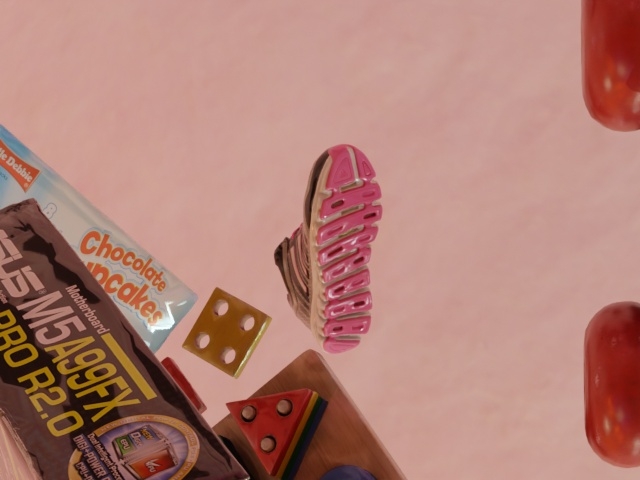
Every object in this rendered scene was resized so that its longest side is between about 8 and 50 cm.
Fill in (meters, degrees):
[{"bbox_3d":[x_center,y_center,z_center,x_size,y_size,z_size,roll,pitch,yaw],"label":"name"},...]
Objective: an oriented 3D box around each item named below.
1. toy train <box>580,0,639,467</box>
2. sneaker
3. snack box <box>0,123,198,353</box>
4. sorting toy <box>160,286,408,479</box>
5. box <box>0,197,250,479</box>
[{"bbox_3d":[0.125,0.027,0.456,0.105,0.143,0.248,-1,104,7],"label":"toy train"},{"bbox_3d":[0.000,0.000,1.210,0.063,0.075,0.170,-21,128,-31],"label":"sneaker"},{"bbox_3d":[-0.229,-0.040,1.040,0.060,0.322,0.187,-53,128,-8],"label":"snack box"},{"bbox_3d":[-0.031,0.144,0.984,0.132,0.046,0.274,-39,60,7],"label":"sorting toy"},{"bbox_3d":[-0.076,0.148,0.638,0.060,0.216,0.270,-21,123,-18],"label":"box"}]
